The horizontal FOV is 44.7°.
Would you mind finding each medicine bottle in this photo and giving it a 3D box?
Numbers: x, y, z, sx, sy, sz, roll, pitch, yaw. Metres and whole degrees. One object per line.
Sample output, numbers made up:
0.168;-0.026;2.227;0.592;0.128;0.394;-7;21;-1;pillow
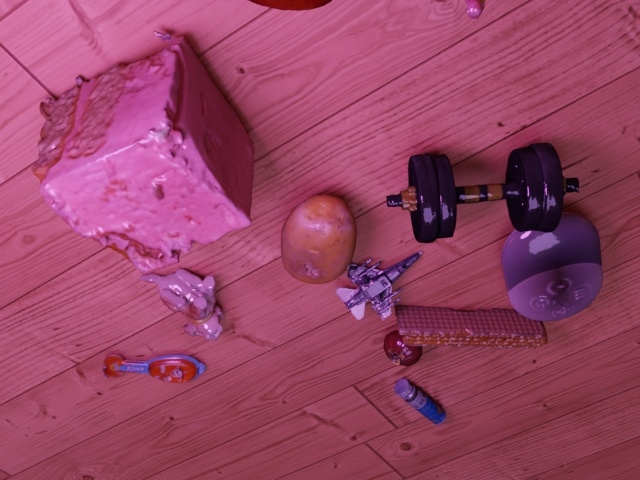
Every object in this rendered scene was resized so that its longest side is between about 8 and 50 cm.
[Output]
0.273;0.441;2.121;0.051;0.051;0.191;-34;127;22;medicine bottle

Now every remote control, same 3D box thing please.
0.531;0.065;1.780;0.221;0.103;0.332;-17;129;7;remote control

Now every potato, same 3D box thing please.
0.000;0.000;1.651;0.150;0.146;0.234;38;147;19;potato

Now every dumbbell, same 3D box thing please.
0.326;-0.095;1.569;0.388;0.185;0.185;-5;132;0;dumbbell

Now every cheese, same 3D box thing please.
-0.419;0.322;1.960;0.256;0.037;0.106;2;130;-9;cheese

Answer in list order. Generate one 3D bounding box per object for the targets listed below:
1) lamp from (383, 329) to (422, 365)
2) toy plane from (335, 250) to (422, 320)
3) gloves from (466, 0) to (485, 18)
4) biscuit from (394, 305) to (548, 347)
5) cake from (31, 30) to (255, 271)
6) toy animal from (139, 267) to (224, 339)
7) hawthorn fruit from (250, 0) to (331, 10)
0.204;0.267;1.937;0.101;0.090;0.101;23;140;20;lamp
0.136;0.098;1.790;0.234;0.082;0.160;-35;99;23;toy plane
0.262;-0.487;1.261;0.145;0.126;0.241;-13;133;-27;gloves
0.367;0.214;1.903;0.378;0.094;0.054;2;131;-8;biscuit
-0.306;-0.136;1.404;0.307;0.293;0.314;-21;136;16;cake
-0.311;0.147;1.799;0.184;0.104;0.185;15;153;18;toy animal
-0.038;-0.456;1.226;0.251;0.189;0.189;1;133;-24;hawthorn fruit
